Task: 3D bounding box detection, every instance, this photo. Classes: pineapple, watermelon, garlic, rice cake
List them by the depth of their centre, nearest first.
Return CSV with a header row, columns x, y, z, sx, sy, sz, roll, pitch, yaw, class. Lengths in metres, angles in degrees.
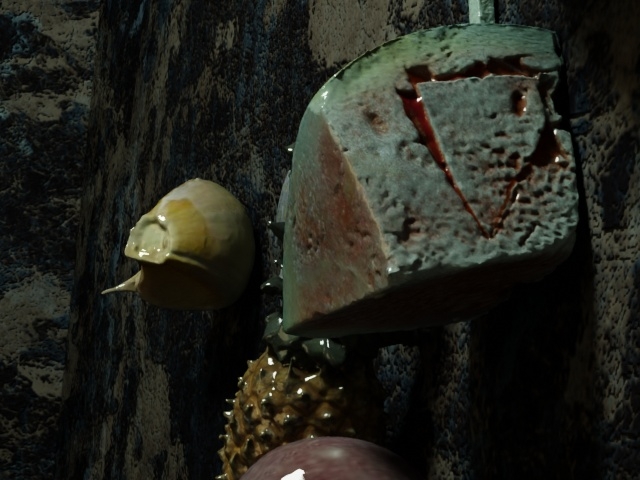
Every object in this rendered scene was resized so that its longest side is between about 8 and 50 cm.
x,y,z,sx,sy,sz,roll,pitch,yaw,class
0.093,-0.007,1.421,0.201,0.213,0.261,48,138,46,watermelon
0.134,-0.153,1.562,0.022,0.022,0.121,139,133,-59,rice cake
0.016,0.069,1.637,0.165,0.166,0.364,-127,49,-66,pineapple
-0.160,0.016,2.219,0.245,0.164,0.145,126,130,-68,garlic

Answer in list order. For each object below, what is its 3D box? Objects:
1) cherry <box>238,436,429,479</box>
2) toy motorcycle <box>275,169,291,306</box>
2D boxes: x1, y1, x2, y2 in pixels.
x,y,z,sx,sy,sz,roll,pitch,yaw,class
0.008,0.295,1.489,0.307,0.221,0.261,98,177,-57,cherry
0.000,0.000,1.856,0.122,0.080,0.215,-106,23,-57,toy motorcycle
